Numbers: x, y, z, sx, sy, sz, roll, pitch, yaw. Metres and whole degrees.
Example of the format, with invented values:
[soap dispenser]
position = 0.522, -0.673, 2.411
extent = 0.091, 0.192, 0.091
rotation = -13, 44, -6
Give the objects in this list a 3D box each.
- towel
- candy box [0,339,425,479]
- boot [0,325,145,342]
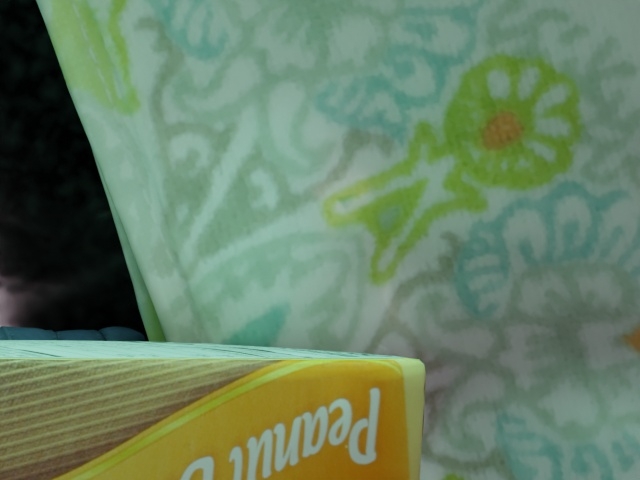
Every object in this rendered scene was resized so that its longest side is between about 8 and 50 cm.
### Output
[towel]
position = 0.110, -0.030, 0.565
extent = 0.374, 0.090, 0.321
rotation = -11, 109, 17
[candy box]
position = -0.113, 0.114, 0.437
extent = 0.316, 0.087, 0.183
rotation = 4, 89, -45
[boot]
position = -0.092, 0.120, 0.610
extent = 0.086, 0.069, 0.190
rotation = -1, 87, -20
